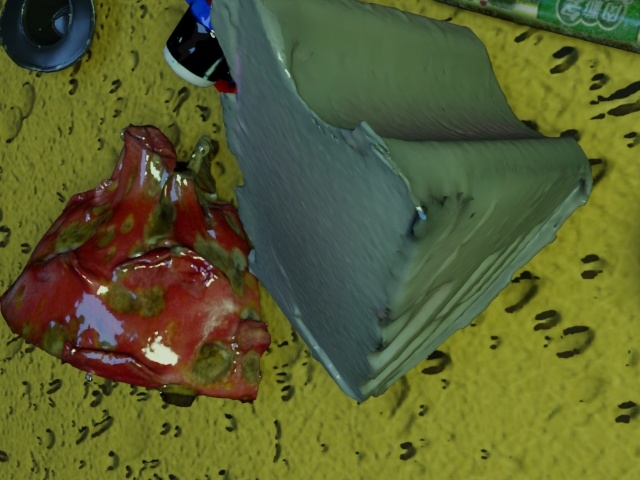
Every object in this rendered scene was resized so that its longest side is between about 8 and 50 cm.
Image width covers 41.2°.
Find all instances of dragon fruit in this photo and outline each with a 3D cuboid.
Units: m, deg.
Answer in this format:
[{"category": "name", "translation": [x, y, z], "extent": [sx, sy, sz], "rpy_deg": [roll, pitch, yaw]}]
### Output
[{"category": "dragon fruit", "translation": [-0.162, 0.002, 0.702], "extent": [0.262, 0.134, 0.211], "rpy_deg": [14, 86, 38]}]

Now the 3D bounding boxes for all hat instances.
[{"category": "hat", "translation": [-0.251, -0.213, 0.814], "extent": [0.121, 0.050, 0.121], "rpy_deg": [0, 90, 28]}]

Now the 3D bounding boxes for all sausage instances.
[{"category": "sausage", "translation": [0.168, -0.143, 0.539], "extent": [0.269, 0.033, 0.032], "rpy_deg": [25, 103, 32]}]

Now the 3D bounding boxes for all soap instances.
[{"category": "soap", "translation": [0.000, 0.000, 0.500], "extent": [0.258, 0.302, 0.159], "rpy_deg": [-47, 70, 27]}]

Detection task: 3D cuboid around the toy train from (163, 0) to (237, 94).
[{"category": "toy train", "translation": [-0.037, -0.192, 0.620], "extent": [0.204, 0.131, 0.082], "rpy_deg": [-49, 65, 24]}]
